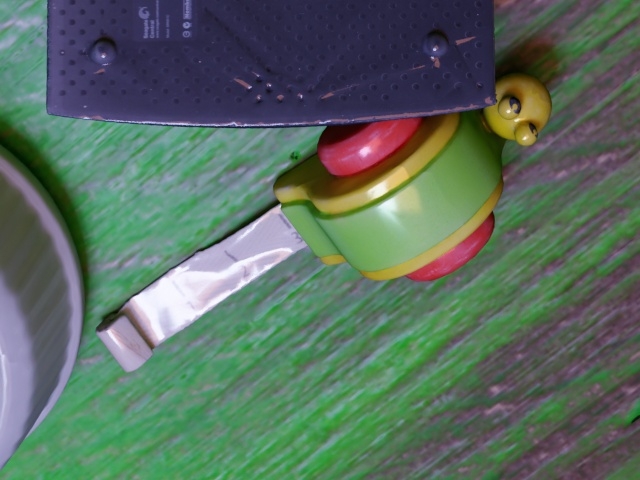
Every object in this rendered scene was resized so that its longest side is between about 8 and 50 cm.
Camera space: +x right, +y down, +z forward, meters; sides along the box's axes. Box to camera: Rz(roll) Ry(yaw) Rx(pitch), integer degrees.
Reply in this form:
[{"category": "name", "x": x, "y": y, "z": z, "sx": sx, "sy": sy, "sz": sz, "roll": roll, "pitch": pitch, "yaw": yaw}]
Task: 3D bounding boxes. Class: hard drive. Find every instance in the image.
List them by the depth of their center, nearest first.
[{"category": "hard drive", "x": -0.028, "y": -0.146, "z": 1.091, "sx": 0.255, "sy": 0.054, "sz": 0.172, "roll": -1, "pitch": 81, "yaw": 2}]

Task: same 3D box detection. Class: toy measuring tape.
[{"category": "toy measuring tape", "x": 0.000, "y": 0.000, "z": 1.157, "sx": 0.330, "sy": 0.121, "sz": 0.121, "roll": -32, "pitch": 110, "yaw": 11}]

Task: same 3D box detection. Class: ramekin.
[{"category": "ramekin", "x": -0.284, "y": 0.056, "z": 1.147, "sx": 0.273, "sy": 0.127, "sz": 0.273, "roll": -1, "pitch": 112, "yaw": -1}]
